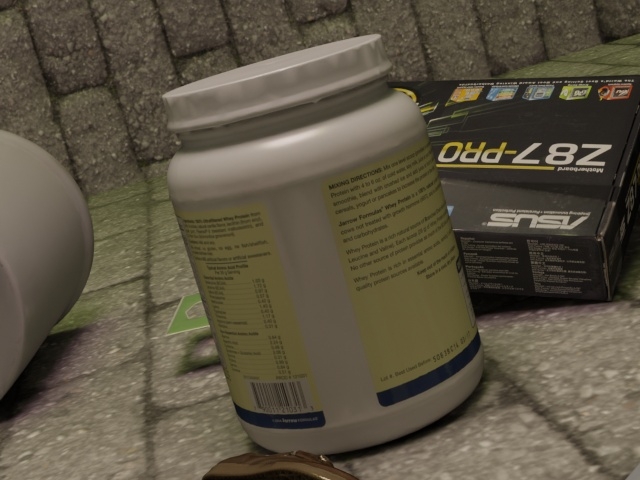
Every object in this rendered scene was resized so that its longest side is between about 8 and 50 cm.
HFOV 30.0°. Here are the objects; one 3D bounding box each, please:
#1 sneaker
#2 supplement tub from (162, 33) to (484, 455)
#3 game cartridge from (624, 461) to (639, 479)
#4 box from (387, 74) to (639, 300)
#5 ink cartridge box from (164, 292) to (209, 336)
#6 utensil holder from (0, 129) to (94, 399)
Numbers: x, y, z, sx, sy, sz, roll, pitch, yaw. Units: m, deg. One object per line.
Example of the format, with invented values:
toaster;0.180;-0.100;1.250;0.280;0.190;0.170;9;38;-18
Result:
sneaker;-0.011;0.180;0.884;0.071;0.066;0.188;-25;16;-41
supplement tub;0.000;0.000;1.063;0.235;0.325;0.235;-15;12;3
game cartridge;0.241;0.136;0.559;0.297;0.062;0.198;-41;22;-16
box;0.164;-0.071;1.364;0.394;0.097;0.318;3;40;26
ink cartridge box;-0.053;0.083;1.403;0.235;0.056;0.171;-16;12;4
utensil holder;-0.481;0.041;1.510;0.327;0.328;0.385;-15;13;2
